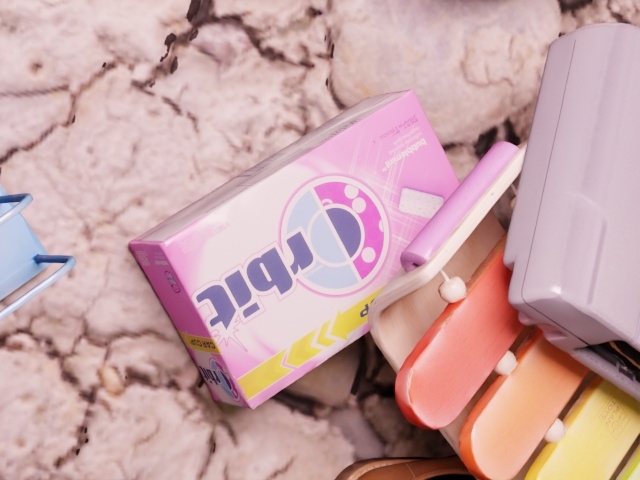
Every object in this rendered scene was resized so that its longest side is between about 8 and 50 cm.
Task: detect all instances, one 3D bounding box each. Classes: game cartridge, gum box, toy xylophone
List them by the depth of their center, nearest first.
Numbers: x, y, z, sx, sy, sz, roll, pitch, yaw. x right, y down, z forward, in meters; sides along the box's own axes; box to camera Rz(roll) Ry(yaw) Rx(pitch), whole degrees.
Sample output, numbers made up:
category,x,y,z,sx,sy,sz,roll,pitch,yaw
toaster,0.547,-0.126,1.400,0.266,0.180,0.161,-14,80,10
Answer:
category,x,y,z,sx,sy,sz,roll,pitch,yaw
game cartridge,0.227,0.012,0.934,0.294,0.060,0.196,32,56,-32
toy xylophone,0.160,0.075,0.951,0.322,0.081,0.236,46,60,-23
gum box,0.000,0.000,0.956,0.188,0.062,0.107,-33,103,-20

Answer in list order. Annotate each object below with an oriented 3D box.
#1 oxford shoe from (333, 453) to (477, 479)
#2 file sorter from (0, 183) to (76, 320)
category,x,y,z,sx,sy,sz,roll,pitch,yaw
oxford shoe,0.115,0.153,1.000,0.212,0.076,0.076,-10,92,-24
file sorter,-0.221,-0.024,0.841,0.118,0.104,0.170,-37,104,-18
